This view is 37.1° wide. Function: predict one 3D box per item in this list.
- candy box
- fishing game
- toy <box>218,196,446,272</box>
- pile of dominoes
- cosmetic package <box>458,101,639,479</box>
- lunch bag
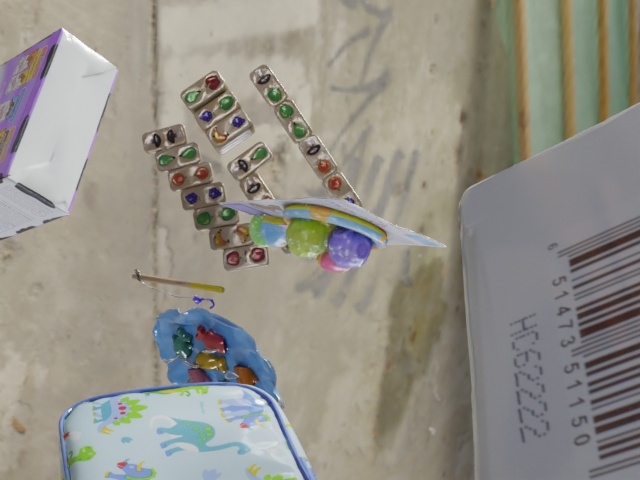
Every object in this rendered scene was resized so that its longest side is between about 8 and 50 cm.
[{"bbox_3d":[-0.295,-0.086,0.895,0.070,0.196,0.164,36,53,-38],"label":"candy box"},{"bbox_3d":[-0.124,0.156,1.101,0.041,0.189,0.264,-46,135,-41],"label":"fishing game"},{"bbox_3d":[0.000,0.000,1.001,0.137,0.237,0.056,22,82,-34],"label":"toy"},{"bbox_3d":[-0.095,-0.092,1.204,0.196,0.251,0.040,-34,167,1],"label":"pile of dominoes"},{"bbox_3d":[0.254,0.154,0.441,0.453,0.161,0.230,42,35,-31],"label":"cosmetic package"},{"bbox_3d":[-0.088,0.186,0.660,0.176,0.219,0.090,-6,114,-17],"label":"lunch bag"}]
